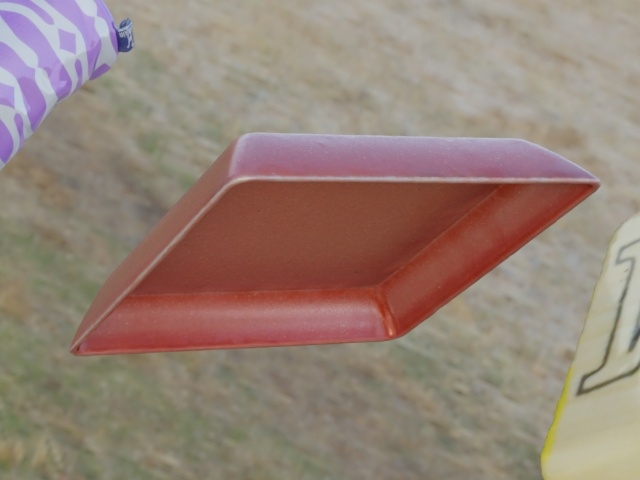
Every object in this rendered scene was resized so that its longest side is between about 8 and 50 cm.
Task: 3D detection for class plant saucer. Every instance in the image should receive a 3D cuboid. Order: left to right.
[{"bbox_3d":[0.000,0.000,1.133,0.259,0.258,0.048,-2,66,-31],"label":"plant saucer"}]

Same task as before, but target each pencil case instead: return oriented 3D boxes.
[{"bbox_3d":[-0.197,-0.069,0.984,0.086,0.088,0.206,30,55,19],"label":"pencil case"}]

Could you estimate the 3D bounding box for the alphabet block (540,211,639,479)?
[{"bbox_3d":[0.261,0.077,0.923,0.192,0.197,0.193,43,48,-18],"label":"alphabet block"}]
